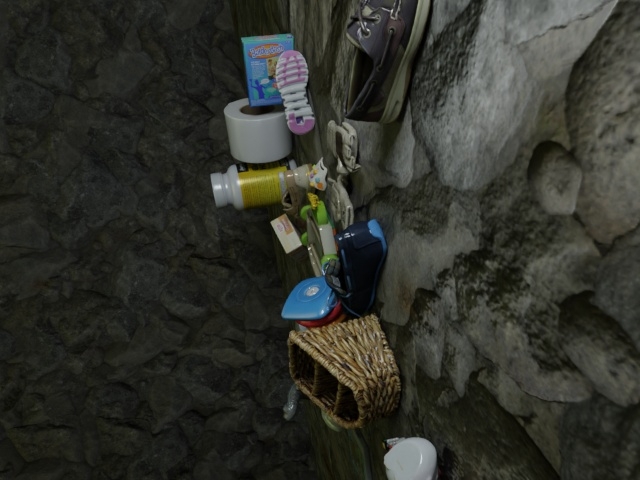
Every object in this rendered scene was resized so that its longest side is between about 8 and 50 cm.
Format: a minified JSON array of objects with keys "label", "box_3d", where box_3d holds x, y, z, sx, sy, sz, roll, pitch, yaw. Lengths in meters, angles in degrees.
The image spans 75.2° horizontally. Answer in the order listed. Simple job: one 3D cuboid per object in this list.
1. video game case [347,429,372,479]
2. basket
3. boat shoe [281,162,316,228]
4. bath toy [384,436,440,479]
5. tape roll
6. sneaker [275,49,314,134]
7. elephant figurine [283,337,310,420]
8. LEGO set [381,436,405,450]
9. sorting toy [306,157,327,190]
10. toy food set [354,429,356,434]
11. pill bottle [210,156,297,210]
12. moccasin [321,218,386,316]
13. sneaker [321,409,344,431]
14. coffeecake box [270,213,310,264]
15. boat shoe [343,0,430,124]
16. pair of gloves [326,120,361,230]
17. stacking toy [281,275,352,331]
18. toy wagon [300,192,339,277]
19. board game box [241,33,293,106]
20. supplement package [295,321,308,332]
[{"label":"video game case","box_3d":[0.136,0.754,1.464,0.193,0.023,0.212,-139,40,-72]},{"label":"basket","box_3d":[0.050,0.352,1.024,0.299,0.223,0.213,96,159,-52]},{"label":"boat shoe","box_3d":[-0.086,-0.148,1.466,0.341,0.110,0.121,98,158,-60]},{"label":"bath toy","box_3d":[0.209,0.497,0.670,0.129,0.151,0.348,45,-171,-33]},{"label":"tape roll","box_3d":[-0.229,-0.420,1.568,0.246,0.247,0.168,-116,18,-50]},{"label":"sneaker","box_3d":[-0.079,-0.436,1.240,0.104,0.095,0.236,-114,15,-73]},{"label":"elephant figurine","box_3d":[-0.015,0.410,1.285,0.169,0.186,0.239,29,-137,-55]},{"label":"LEGO set","box_3d":[0.193,0.568,0.955,0.182,0.060,0.244,97,159,-46]},{"label":"sorting toy","box_3d":[-0.003,-0.203,1.229,0.075,0.045,0.083,-54,45,47]},{"label":"toy food set","box_3d":[0.122,0.583,1.393,0.078,0.019,0.122,-123,32,-60]},{"label":"pill bottle","box_3d":[-0.260,-0.223,1.669,0.188,0.335,0.187,169,90,-78]},{"label":"moccasin","box_3d":[0.060,0.068,0.967,0.341,0.117,0.137,93,162,-49]},{"label":"sneaker","box_3d":[0.044,0.624,1.630,0.115,0.091,0.232,98,157,-48]},{"label":"coffeecake box","box_3d":[-0.104,-0.002,1.579,0.142,0.068,0.185,61,-176,20]},{"label":"boat shoe","box_3d":[0.083,-0.291,0.592,0.285,0.093,0.102,94,161,-51]},{"label":"pair of gloves","box_3d":[0.054,-0.154,0.971,0.204,0.042,0.239,-120,27,-67]},{"label":"stacking toy","box_3d":[0.039,0.258,1.206,0.175,0.166,0.301,-54,-54,-45]},{"label":"toy wagon","box_3d":[0.000,0.000,1.312,0.267,0.068,0.344,-114,18,-45]},{"label":"board game box","box_3d":[-0.164,-0.550,1.352,0.047,0.160,0.210,-112,17,-45]},{"label":"supplement package","box_3d":[0.003,0.378,1.473,0.139,0.134,0.243,96,160,-54]}]
